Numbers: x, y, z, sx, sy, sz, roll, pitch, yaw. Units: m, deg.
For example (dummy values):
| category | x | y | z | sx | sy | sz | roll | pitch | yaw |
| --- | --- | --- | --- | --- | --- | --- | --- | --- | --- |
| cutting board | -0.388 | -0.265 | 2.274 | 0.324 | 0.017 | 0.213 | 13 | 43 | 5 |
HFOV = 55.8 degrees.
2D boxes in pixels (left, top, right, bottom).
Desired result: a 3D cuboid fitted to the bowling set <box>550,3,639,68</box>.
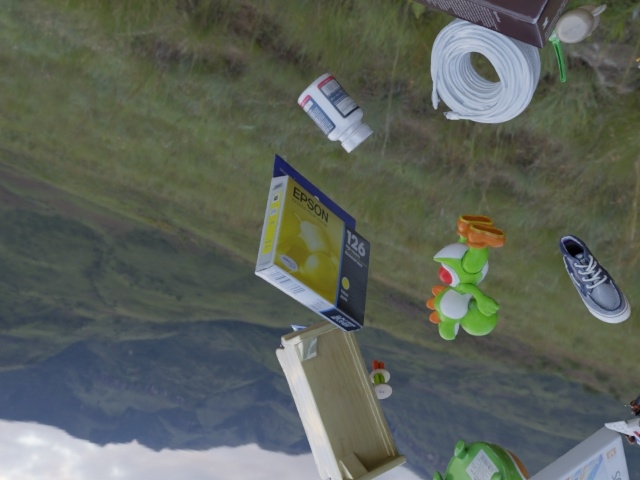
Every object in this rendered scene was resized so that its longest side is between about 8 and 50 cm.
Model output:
| category | x | y | z | sx | sy | sz | roll | pitch | yaw |
| --- | --- | --- | --- | --- | --- | --- | --- | --- | --- |
| bowling set | 0.445 | -0.260 | 0.722 | 0.287 | 0.200 | 0.154 | -25 | -171 | 34 |

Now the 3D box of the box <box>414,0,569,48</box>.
| category | x | y | z | sx | sy | sz | roll | pitch | yaw |
| --- | --- | --- | --- | --- | --- | --- | --- | --- | --- |
| box | 0.275 | -0.521 | 1.104 | 0.381 | 0.191 | 0.143 | 32 | -170 | 25 |

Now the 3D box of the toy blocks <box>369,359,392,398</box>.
| category | x | y | z | sx | sy | sz | roll | pitch | yaw |
| --- | --- | --- | --- | --- | --- | --- | --- | --- | --- |
| toy blocks | 0.115 | 0.339 | 1.552 | 0.123 | 0.054 | 0.148 | -10 | -147 | 3 |

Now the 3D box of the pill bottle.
| category | x | y | z | sx | sy | sz | roll | pitch | yaw |
| --- | --- | --- | --- | --- | --- | --- | --- | --- | --- |
| pill bottle | 0.040 | -0.309 | 1.480 | 0.180 | 0.108 | 0.108 | 50 | 169 | -2 |

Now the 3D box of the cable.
| category | x | y | z | sx | sy | sz | roll | pitch | yaw |
| --- | --- | --- | --- | --- | --- | --- | --- | --- | --- |
| cable | 0.368 | -0.384 | 1.360 | 0.257 | 0.089 | 0.257 | 24 | 144 | 35 |

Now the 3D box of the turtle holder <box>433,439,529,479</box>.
| category | x | y | z | sx | sy | sz | roll | pitch | yaw |
| --- | --- | --- | --- | --- | --- | --- | --- | --- | --- |
| turtle holder | 0.490 | 0.760 | 1.773 | 0.227 | 0.321 | 0.243 | 20 | 168 | -31 |

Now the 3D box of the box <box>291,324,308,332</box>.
| category | x | y | z | sx | sy | sz | roll | pitch | yaw |
| --- | --- | --- | --- | --- | --- | --- | --- | --- | --- |
| box | -0.011 | 0.302 | 1.606 | 0.109 | 0.042 | 0.178 | -3 | 130 | 51 |

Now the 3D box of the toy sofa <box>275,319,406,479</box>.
| category | x | y | z | sx | sy | sz | roll | pitch | yaw |
| --- | --- | --- | --- | --- | --- | --- | --- | --- | --- |
| toy sofa | 0.040 | 0.367 | 1.394 | 0.150 | 0.363 | 0.177 | -17 | 171 | -26 |

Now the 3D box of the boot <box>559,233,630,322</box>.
| category | x | y | z | sx | sy | sz | roll | pitch | yaw |
| --- | --- | --- | --- | --- | --- | --- | --- | --- | --- |
| boot | 0.508 | 0.069 | 1.139 | 0.086 | 0.069 | 0.190 | 52 | -168 | -31 |

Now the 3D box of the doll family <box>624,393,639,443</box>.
| category | x | y | z | sx | sy | sz | roll | pitch | yaw |
| --- | --- | --- | --- | --- | --- | --- | --- | --- | --- |
| doll family | 0.612 | 0.296 | 1.101 | 0.193 | 0.076 | 0.111 | -25 | 151 | -21 |

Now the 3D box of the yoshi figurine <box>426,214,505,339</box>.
| category | x | y | z | sx | sy | sz | roll | pitch | yaw |
| --- | --- | --- | --- | --- | --- | --- | --- | --- | --- |
| yoshi figurine | 0.444 | 0.123 | 1.718 | 0.203 | 0.362 | 0.203 | -11 | -151 | -44 |

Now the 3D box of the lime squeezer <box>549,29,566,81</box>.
| category | x | y | z | sx | sy | sz | roll | pitch | yaw |
| --- | --- | --- | --- | --- | --- | --- | --- | --- | --- |
| lime squeezer | 0.649 | -0.606 | 1.746 | 0.310 | 0.110 | 0.059 | 42 | 158 | -19 |

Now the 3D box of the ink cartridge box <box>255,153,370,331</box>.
| category | x | y | z | sx | sy | sz | roll | pitch | yaw |
| --- | --- | --- | --- | --- | --- | --- | --- | --- | --- |
| ink cartridge box | 0.000 | 0.000 | 1.313 | 0.072 | 0.307 | 0.303 | -18 | 140 | 36 |

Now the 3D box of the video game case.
| category | x | y | z | sx | sy | sz | roll | pitch | yaw |
| --- | --- | --- | --- | --- | --- | --- | --- | --- | --- |
| video game case | 0.401 | 0.508 | 1.042 | 0.300 | 0.329 | 0.036 | 65 | 170 | -30 |

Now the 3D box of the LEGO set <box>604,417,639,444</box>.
| category | x | y | z | sx | sy | sz | roll | pitch | yaw |
| --- | --- | --- | --- | --- | --- | --- | --- | --- | --- |
| LEGO set | 0.487 | 0.316 | 0.807 | 0.182 | 0.244 | 0.060 | 5 | 153 | -34 |
